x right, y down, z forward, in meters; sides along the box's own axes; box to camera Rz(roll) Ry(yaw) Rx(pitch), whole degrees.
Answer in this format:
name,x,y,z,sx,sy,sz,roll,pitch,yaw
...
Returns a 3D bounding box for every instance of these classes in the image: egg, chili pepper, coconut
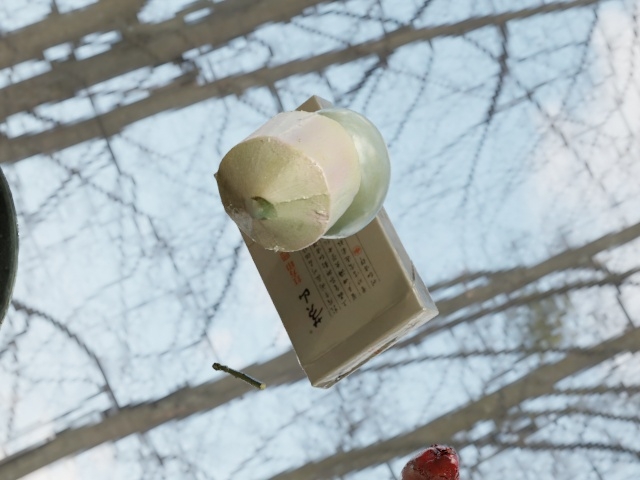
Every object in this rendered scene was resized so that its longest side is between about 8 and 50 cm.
name,x,y,z,sx,sy,sz,roll,pitch,yaw
egg,0.014,-0.065,1.533,0.114,0.114,0.152,47,-34,32
chili pepper,0.162,0.417,2.402,0.110,0.110,0.387,50,-28,28
coconut,-0.030,-0.051,1.403,0.116,0.122,0.116,13,-61,25

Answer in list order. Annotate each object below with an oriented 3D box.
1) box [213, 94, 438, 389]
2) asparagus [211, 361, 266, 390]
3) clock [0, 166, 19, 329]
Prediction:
name,x,y,z,sx,sy,sz,roll,pitch,yaw
box,0.001,0.000,2.119,0.205,0.051,0.365,-36,-117,21
asparagus,-0.138,0.227,2.576,0.127,0.018,0.015,18,-55,43
clock,-0.528,0.019,1.850,0.076,0.386,0.386,6,-61,34
